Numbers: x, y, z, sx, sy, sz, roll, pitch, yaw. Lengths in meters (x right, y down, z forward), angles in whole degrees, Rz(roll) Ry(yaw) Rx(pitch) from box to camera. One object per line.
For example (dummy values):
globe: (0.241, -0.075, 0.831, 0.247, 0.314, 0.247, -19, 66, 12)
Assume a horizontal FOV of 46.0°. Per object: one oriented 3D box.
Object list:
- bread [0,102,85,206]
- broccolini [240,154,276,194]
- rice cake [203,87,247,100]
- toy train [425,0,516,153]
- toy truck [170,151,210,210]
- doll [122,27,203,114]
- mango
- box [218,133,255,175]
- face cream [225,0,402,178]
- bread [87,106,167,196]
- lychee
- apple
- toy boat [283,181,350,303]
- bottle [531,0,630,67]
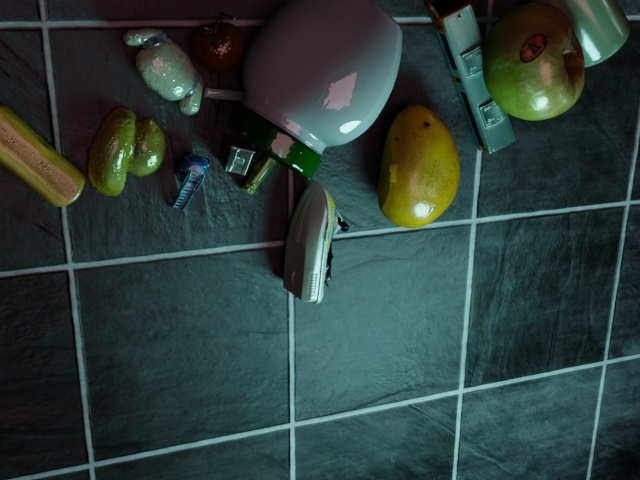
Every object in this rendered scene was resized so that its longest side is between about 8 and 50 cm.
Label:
bread: (-0.577, -0.164, 1.484, 0.239, 0.074, 0.093, 46, 72, -29)
broccolini: (-0.033, -0.249, 1.669, 0.078, 0.074, 0.392, 37, 91, -21)
rice cake: (-0.191, -0.312, 1.617, 0.121, 0.021, 0.022, 1, 103, -24)
toy train: (0.356, -0.400, 1.769, 0.086, 0.089, 0.410, -28, 116, -5)
toy truck: (-0.286, -0.127, 1.625, 0.063, 0.074, 0.136, 14, 143, -23)
doll: (-0.310, -0.347, 1.528, 0.103, 0.071, 0.214, -43, 121, -2)
mango: (0.233, -0.173, 1.765, 0.190, 0.160, 0.291, -1, 99, -15)
box: (-0.184, -0.185, 1.631, 0.060, 0.085, 0.063, 8, 113, -25)
face cream: (-0.016, -0.328, 1.535, 0.357, 0.312, 0.219, -57, 159, 1)
bread: (-0.397, -0.170, 1.562, 0.149, 0.065, 0.188, 22, 97, -31)
lychee: (-0.203, -0.404, 1.529, 0.114, 0.101, 0.140, 17, 123, 16)
apple: (0.477, -0.395, 1.689, 0.260, 0.193, 0.261, 1, 89, -48)
toy boat: (-0.006, 0.005, 1.739, 0.140, 0.141, 0.270, 14, 100, -25)
bottle: (0.569, -0.575, 1.750, 0.168, 0.168, 0.347, -46, 115, -2)
